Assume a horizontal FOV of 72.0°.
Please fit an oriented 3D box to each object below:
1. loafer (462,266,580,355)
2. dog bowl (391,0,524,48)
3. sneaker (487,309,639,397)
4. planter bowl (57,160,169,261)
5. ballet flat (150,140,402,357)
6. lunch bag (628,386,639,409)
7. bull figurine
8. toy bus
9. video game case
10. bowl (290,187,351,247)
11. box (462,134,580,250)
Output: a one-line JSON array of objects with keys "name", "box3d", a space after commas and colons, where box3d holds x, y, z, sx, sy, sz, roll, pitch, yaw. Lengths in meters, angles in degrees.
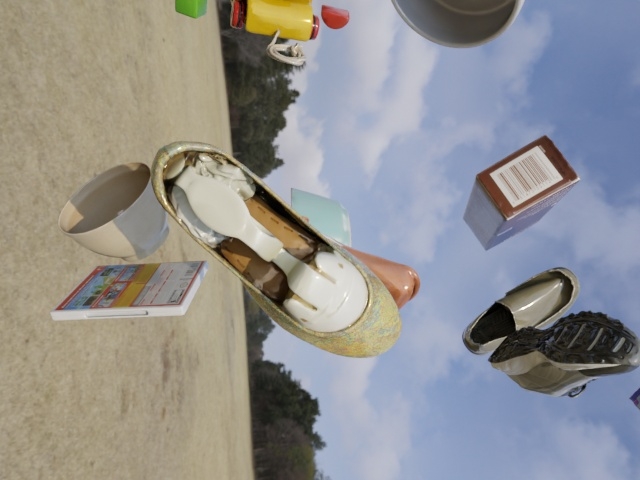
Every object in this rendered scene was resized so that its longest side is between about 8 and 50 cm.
[{"name": "loafer", "box3d": [0.386, 0.142, 0.853, 0.094, 0.251, 0.087, 54, 13, 24]}, {"name": "dog bowl", "box3d": [0.259, -0.500, 0.815, 0.104, 0.264, 0.265, -58, -177, -15]}, {"name": "sneaker", "box3d": [0.376, 0.184, 0.670, 0.108, 0.100, 0.271, 46, -21, 6]}, {"name": "planter bowl", "box3d": [-0.317, -0.034, 0.718, 0.162, 0.161, 0.109, -109, 175, -47]}, {"name": "ballet flat", "box3d": [-0.045, 0.017, 0.485, 0.348, 0.123, 0.123, 41, -14, -3]}, {"name": "lunch bag", "box3d": [0.928, 0.395, 1.067, 0.221, 0.138, 0.294, 49, -57, 38]}, {"name": "bull figurine", "box3d": [0.014, 0.067, 0.787, 0.101, 0.310, 0.189, -46, 154, -64]}, {"name": "toy bus", "box3d": [-0.053, -0.306, 0.502, 0.191, 0.202, 0.105, -45, 160, -45]}, {"name": "video game case", "box3d": [-0.419, 0.108, 1.002, 0.204, 0.284, 0.025, -86, 172, -64]}, {"name": "bowl", "box3d": [0.000, 0.000, 1.279, 0.311, 0.162, 0.312, 177, -90, -87]}, {"name": "box", "box3d": [0.510, -0.105, 1.178, 0.143, 0.191, 0.381, 61, 6, 16]}]
